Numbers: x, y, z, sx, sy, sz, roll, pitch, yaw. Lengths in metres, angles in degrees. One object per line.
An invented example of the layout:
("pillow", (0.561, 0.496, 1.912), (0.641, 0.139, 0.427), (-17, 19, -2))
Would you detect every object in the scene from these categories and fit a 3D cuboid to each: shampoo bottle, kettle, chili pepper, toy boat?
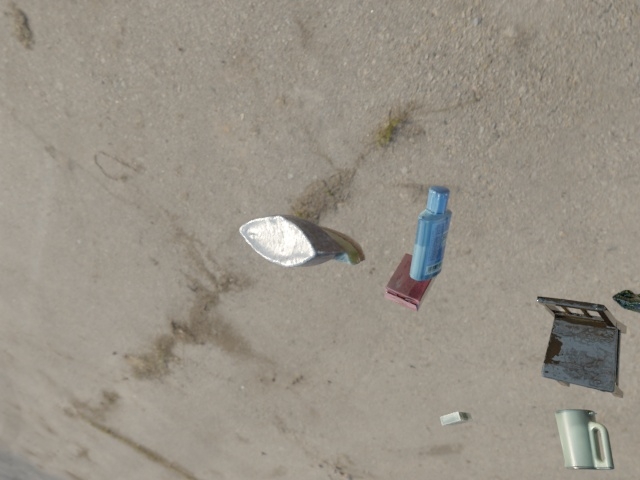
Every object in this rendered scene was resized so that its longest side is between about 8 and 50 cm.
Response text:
("shampoo bottle", (0.293, -0.019, 1.303), (0.061, 0.104, 0.258), (36, 134, 43))
("kettle", (0.699, 0.528, 1.319), (0.127, 0.147, 0.098), (-15, 148, 31))
("chili pepper", (1.065, 0.166, 1.522), (0.148, 0.116, 0.265), (5, 150, -41))
("toy boat", (-0.010, 0.003, 1.149), (0.276, 0.294, 0.111), (20, 103, 54))

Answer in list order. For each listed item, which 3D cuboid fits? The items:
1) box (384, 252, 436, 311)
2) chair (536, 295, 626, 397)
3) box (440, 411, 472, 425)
("box", (0.262, 0.119, 1.438), (0.112, 0.156, 0.060), (24, 145, 22))
("chair", (0.798, 0.335, 1.526), (0.203, 0.240, 0.416), (6, 168, 41))
("box", (0.353, 0.463, 1.293), (0.054, 0.024, 0.083), (-27, 148, 28))
